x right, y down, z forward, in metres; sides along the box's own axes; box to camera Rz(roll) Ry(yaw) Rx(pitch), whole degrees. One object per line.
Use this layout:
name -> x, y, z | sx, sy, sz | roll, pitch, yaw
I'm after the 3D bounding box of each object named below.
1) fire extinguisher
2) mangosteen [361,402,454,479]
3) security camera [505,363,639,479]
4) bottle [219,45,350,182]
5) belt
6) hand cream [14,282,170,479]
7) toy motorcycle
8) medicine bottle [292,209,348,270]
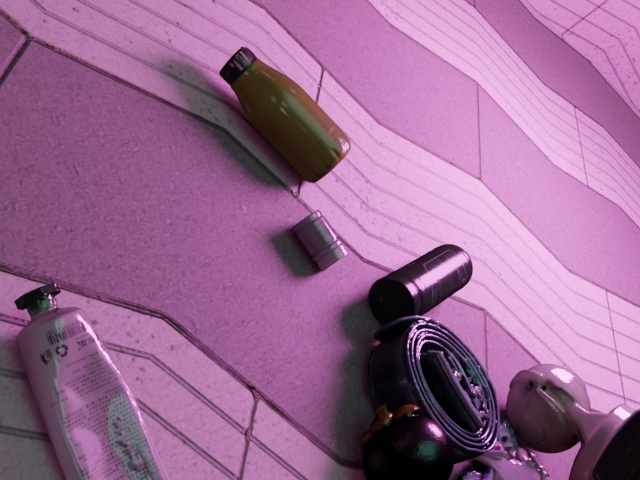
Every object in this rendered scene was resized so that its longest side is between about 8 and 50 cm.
fire extinguisher -> 0.208, 0.077, 1.416 | 0.311, 0.095, 0.115 | -26, 126, -50
mangosteen -> 0.121, 0.309, 1.120 | 0.137, 0.137, 0.151 | 4, 44, -44
security camera -> 0.457, 0.337, 1.358 | 0.277, 0.197, 0.191 | 35, -13, 31
bottle -> -0.067, -0.226, 1.336 | 0.260, 0.112, 0.112 | 46, 39, -10
belt -> 0.187, 0.241, 1.246 | 0.267, 0.116, 0.206 | 50, 38, -10
hand cream -> -0.258, 0.211, 0.863 | 0.121, 0.076, 0.336 | -22, 86, -46
toy motorcycle -> 0.338, 0.399, 1.291 | 0.239, 0.108, 0.204 | 34, 42, -24
medicine bottle -> 0.000, 0.000, 1.279 | 0.091, 0.058, 0.058 | 56, 38, 1
